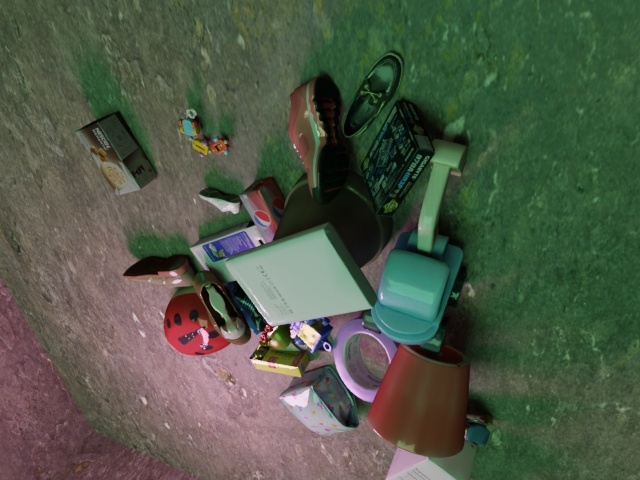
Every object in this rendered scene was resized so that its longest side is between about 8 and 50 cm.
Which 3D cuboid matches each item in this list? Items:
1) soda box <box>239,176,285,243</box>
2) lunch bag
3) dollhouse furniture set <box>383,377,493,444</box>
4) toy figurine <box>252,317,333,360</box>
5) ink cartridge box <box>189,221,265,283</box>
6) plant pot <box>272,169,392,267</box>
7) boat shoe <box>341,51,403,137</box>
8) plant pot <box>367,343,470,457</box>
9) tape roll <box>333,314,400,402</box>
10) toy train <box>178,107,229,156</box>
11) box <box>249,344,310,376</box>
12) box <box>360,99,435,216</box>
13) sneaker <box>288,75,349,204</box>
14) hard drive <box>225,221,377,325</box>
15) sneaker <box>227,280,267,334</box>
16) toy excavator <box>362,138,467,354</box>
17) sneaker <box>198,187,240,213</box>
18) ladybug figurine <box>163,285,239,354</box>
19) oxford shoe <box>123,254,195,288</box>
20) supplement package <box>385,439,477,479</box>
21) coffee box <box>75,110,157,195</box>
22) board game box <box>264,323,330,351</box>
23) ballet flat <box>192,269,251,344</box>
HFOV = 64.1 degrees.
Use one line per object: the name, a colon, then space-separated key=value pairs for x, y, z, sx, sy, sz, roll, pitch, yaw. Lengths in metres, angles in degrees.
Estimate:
soda box: x=-0.139 y=-0.057 z=1.575 sx=0.083 sy=0.092 sz=0.263 roll=-10 pitch=119 yaw=35
lunch bag: x=0.010 y=0.645 z=2.002 sx=0.223 sy=0.160 sz=0.262 roll=-32 pitch=99 yaw=42
dollhouse furniture set: x=0.416 y=0.517 z=1.725 sx=0.303 sy=0.198 sz=0.286 roll=32 pitch=169 yaw=-40
toy figurine: x=-0.065 y=0.332 z=1.737 sx=0.217 sy=0.191 sz=0.363 roll=35 pitch=130 yaw=13
ink cartridge box: x=-0.279 y=0.043 z=1.758 sx=0.370 sy=0.069 sz=0.176 roll=-15 pitch=115 yaw=41
plant pot: x=0.000 y=0.000 z=1.409 sx=0.322 sy=0.280 sz=0.323 roll=17 pitch=131 yaw=20
boat shoe: x=0.121 y=-0.336 z=1.214 sx=0.081 sy=0.069 sz=0.228 roll=35 pitch=135 yaw=2
plant pot: x=0.291 y=0.419 z=1.423 sx=0.274 sy=0.275 sz=0.244 roll=15 pitch=98 yaw=20
tape roll: x=0.173 y=0.377 z=1.655 sx=0.274 sy=0.090 sz=0.275 roll=10 pitch=105 yaw=40
toy train: x=-0.343 y=-0.318 z=1.525 sx=0.125 sy=0.046 sz=0.166 roll=-26 pitch=112 yaw=40
box: x=-0.162 y=0.473 z=2.017 sx=0.232 sy=0.087 sz=0.058 roll=3 pitch=126 yaw=30
box: x=0.177 y=-0.193 z=1.227 sx=0.051 sy=0.175 sz=0.220 roll=5 pitch=139 yaw=-22
sneaker: x=-0.015 y=-0.249 z=1.310 sx=0.136 sy=0.115 sz=0.314 roll=3 pitch=100 yaw=45
hard drive: x=-0.057 y=0.098 z=1.291 sx=0.352 sy=0.047 sz=0.233 roll=-17 pitch=114 yaw=39
sneaker: x=-0.258 y=0.231 z=1.894 sx=0.090 sy=0.081 sz=0.232 roll=-31 pitch=90 yaw=-2
toy excavator: x=0.265 y=0.030 z=1.289 sx=0.222 sy=0.433 sz=0.445 roll=19 pitch=160 yaw=17
sneaker: x=-0.329 y=-0.125 z=1.663 sx=0.152 sy=0.054 sz=0.061 roll=19 pitch=135 yaw=16
ladybug figurine: x=-0.489 y=0.335 z=2.047 sx=0.305 sy=0.162 sz=0.449 roll=45 pitch=134 yaw=-7
oxford shoe: x=-0.638 y=0.145 z=2.017 sx=0.348 sy=0.123 sz=0.130 roll=-2 pitch=129 yaw=33
supplement package: x=0.407 y=0.824 z=1.891 sx=0.175 sy=0.177 sz=0.293 roll=36 pitch=134 yaw=1
coffee box: x=-0.679 y=-0.287 z=1.709 sx=0.141 sy=0.098 sz=0.247 roll=-6 pitch=121 yaw=34
board game box: x=-0.095 y=0.361 z=1.928 sx=0.259 sy=0.030 sz=0.136 roll=-7 pitch=122 yaw=35
ballet flat: x=-0.345 y=0.261 z=1.837 sx=0.343 sy=0.116 sz=0.124 roll=66 pitch=167 yaw=-21
